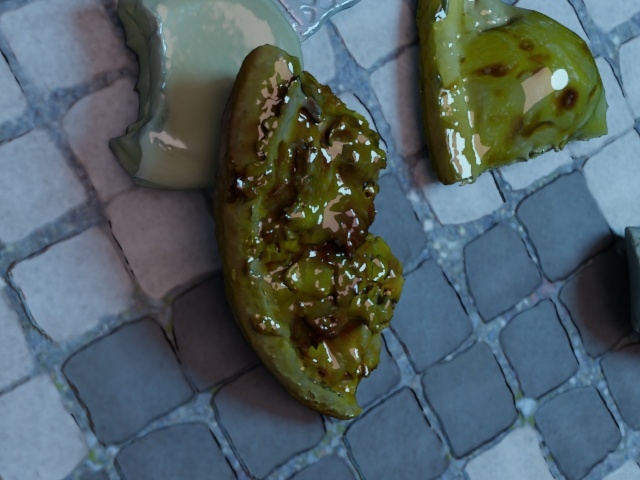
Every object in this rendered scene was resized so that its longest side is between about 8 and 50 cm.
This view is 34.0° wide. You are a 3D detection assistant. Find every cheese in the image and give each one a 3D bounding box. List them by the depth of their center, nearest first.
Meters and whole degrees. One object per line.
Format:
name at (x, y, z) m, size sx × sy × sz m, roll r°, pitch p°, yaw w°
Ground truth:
cheese at (-0.050, -0.137, 0.821) m, size 0.249 × 0.071 × 0.163 m, roll -18°, pitch 92°, yaw -24°

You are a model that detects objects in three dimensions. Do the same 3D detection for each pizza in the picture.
pizza at (0.000, 0.000, 0.779) m, size 0.161 × 0.086 × 0.305 m, roll -28°, pitch 116°, yaw -29°
pizza at (0.169, -0.160, 0.912) m, size 0.188 × 0.080 × 0.204 m, roll -12°, pitch 88°, yaw -24°

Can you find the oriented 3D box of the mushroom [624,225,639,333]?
mushroom at (0.369, 0.052, 0.969) m, size 0.225 × 0.093 × 0.116 m, roll 12°, pitch 59°, yaw -17°
